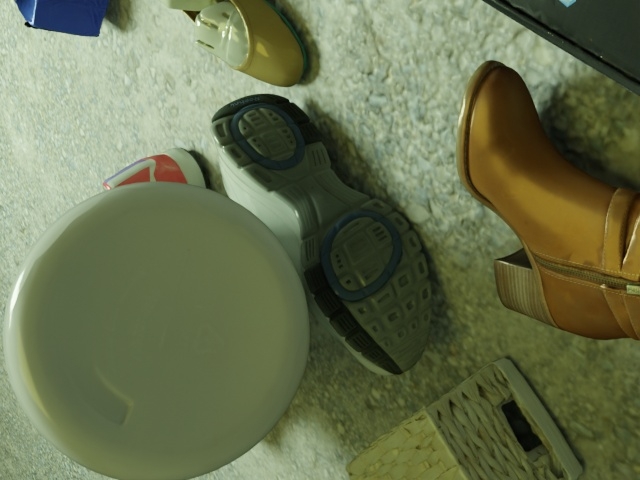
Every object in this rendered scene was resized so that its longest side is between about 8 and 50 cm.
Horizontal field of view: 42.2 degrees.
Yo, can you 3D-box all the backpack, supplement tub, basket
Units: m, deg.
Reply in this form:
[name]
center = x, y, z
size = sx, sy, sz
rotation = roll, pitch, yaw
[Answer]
[backpack]
center = -0.317, -0.312, 1.009
size = 0.120, 0.098, 0.101
rotation = 45, 118, 42
[supplement tub]
center = -0.163, 0.083, 0.768
size = 0.235, 0.235, 0.325
rotation = 69, 161, -1
[basket]
center = 0.111, 0.191, 0.694
size = 0.113, 0.103, 0.167
rotation = 58, 144, 17

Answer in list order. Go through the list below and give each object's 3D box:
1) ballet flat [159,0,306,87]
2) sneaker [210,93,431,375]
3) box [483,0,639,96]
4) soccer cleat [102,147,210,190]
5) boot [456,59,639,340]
[ballet flat]
center = -0.107, -0.219, 0.796
size = 0.232, 0.073, 0.080
rotation = 48, 140, 26
[sneaker]
center = 0.000, 0.000, 0.766
size = 0.297, 0.111, 0.129
rotation = 57, 158, 23
[box]
center = 0.165, -0.253, 0.428
size = 0.293, 0.073, 0.295
rotation = 45, 139, 31
[soccer cleat]
center = -0.210, 0.037, 1.023
size = 0.108, 0.116, 0.318
rotation = 39, 135, 35
[boot]
center = 0.174, -0.025, 0.533
size = 0.152, 0.073, 0.197
rotation = 11, 128, 51
